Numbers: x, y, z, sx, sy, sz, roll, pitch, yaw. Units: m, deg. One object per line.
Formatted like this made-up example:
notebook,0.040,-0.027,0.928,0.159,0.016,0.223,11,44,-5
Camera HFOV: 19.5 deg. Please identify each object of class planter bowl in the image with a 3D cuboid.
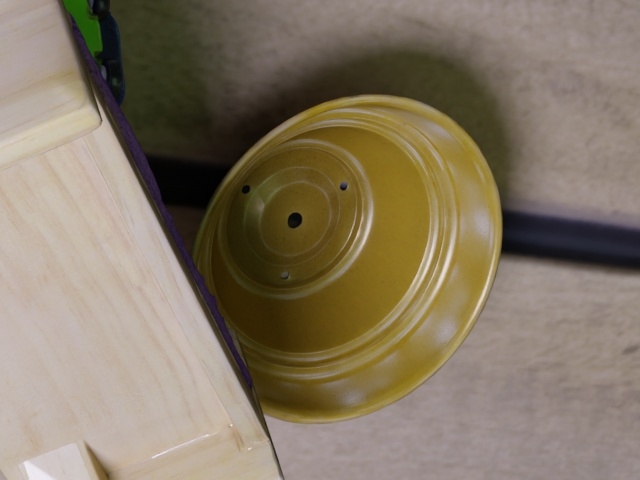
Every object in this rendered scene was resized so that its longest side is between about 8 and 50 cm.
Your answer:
planter bowl,0.000,0.000,1.176,0.217,0.090,0.217,-10,114,-23

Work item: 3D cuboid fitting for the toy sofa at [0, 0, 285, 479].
toy sofa,-0.146,0.006,0.949,0.150,0.177,0.362,-22,142,0

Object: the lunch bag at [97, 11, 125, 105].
lunch bag,-0.168,-0.101,1.061,0.098,0.065,0.067,-14,114,-29

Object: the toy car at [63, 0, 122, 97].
toy car,-0.157,-0.161,1.001,0.239,0.053,0.224,-3,79,-27
